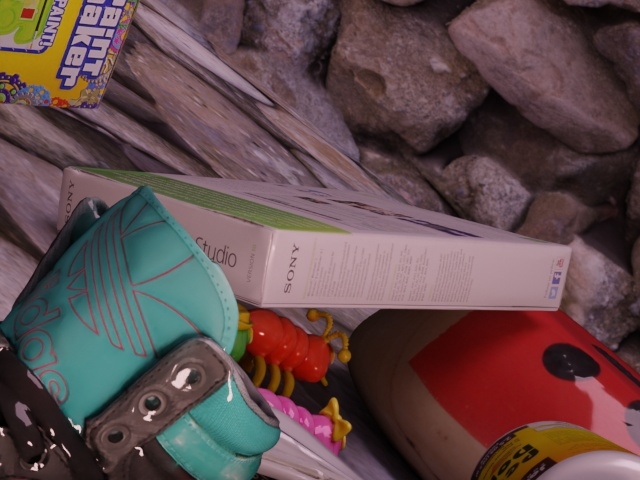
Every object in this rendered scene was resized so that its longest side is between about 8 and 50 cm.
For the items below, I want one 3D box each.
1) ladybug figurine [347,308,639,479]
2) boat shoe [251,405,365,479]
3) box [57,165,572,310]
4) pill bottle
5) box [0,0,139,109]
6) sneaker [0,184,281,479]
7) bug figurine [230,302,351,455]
[{"bbox_3d":[0.214,0.183,1.170,0.449,0.162,0.305,43,11,25],"label":"ladybug figurine"},{"bbox_3d":[0.032,0.177,0.753,0.267,0.096,0.088,38,14,4],"label":"boat shoe"},{"bbox_3d":[0.000,0.000,1.087,0.322,0.058,0.232,5,9,-45],"label":"box"},{"bbox_3d":[0.161,0.179,0.888,0.117,0.117,0.215,38,-3,-3],"label":"pill bottle"},{"bbox_3d":[-0.305,-0.244,0.996,0.279,0.177,0.290,0,35,-42],"label":"box"},{"bbox_3d":[-0.118,0.054,0.517,0.295,0.178,0.124,25,16,-51],"label":"sneaker"},{"bbox_3d":[-0.016,0.109,0.948,0.216,0.072,0.279,29,14,-43],"label":"bug figurine"}]
